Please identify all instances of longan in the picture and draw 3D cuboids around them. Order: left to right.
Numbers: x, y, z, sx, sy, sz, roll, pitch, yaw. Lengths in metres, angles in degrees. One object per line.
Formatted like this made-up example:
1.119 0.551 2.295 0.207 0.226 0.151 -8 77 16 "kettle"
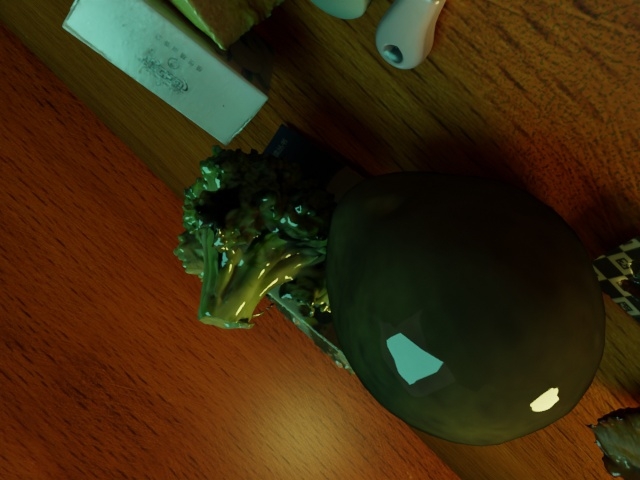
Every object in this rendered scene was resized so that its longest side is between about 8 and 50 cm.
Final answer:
0.178 0.077 0.726 0.404 0.336 0.404 49 -178 -2 "longan"

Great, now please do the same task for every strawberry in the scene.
0.573 0.346 0.799 0.253 0.150 0.280 60 170 19 "strawberry"

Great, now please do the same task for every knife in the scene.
0.134 -0.274 0.523 0.081 0.043 0.336 39 161 -1 "knife"

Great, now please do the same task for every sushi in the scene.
0.437 0.075 0.658 0.201 0.031 0.139 44 163 11 "sushi"

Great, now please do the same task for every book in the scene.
0.000 0.000 1.051 0.428 0.299 0.039 37 -170 22 "book"

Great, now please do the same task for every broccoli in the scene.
-0.130 0.005 0.901 0.348 0.280 0.293 -1 154 27 "broccoli"

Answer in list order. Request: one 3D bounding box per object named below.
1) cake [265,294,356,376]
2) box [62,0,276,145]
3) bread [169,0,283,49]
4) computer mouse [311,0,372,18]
0.069 0.123 1.202 0.290 0.282 0.255 36 168 12 "cake"
-0.209 -0.306 0.814 0.274 0.116 0.203 35 -148 -25 "box"
-0.186 -0.407 0.715 0.163 0.167 0.264 28 158 47 "bread"
0.008 -0.347 0.579 0.128 0.079 0.230 32 156 28 "computer mouse"
